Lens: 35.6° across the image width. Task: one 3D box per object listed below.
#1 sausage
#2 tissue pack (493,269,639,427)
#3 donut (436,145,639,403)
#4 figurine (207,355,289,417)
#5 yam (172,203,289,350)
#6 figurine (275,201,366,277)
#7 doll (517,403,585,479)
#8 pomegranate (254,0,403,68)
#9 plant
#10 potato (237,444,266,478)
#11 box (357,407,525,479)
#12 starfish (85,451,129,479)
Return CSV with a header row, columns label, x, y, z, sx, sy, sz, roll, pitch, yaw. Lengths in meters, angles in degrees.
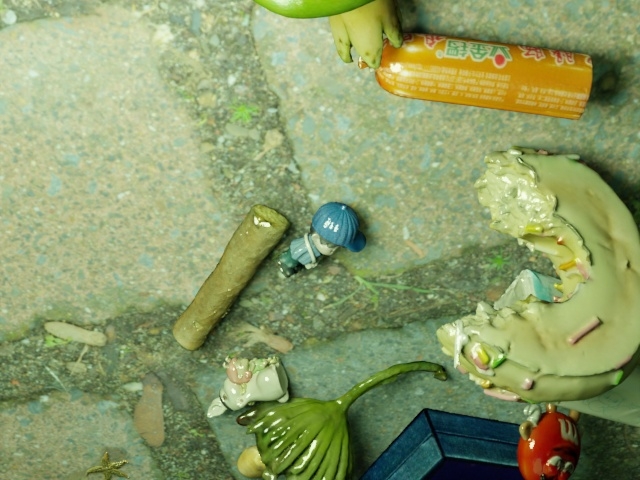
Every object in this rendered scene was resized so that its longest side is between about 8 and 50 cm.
label,x,y,z,sx,sy,sz,roll,pitch,yaw
sausage,0.204,-0.225,1.340,0.312,0.093,0.093,6,127,-8
tissue pack,0.428,0.174,1.599,0.271,0.201,0.124,17,134,-17
donut,0.329,0.062,1.425,0.307,0.371,0.150,21,155,-11
figurine,-0.133,0.242,1.712,0.146,0.081,0.098,-13,84,12
yam,-0.147,0.064,1.564,0.066,0.066,0.299,23,123,-20
figurine,0.000,0.000,1.522,0.149,0.086,0.087,-30,84,32
doll,0.403,0.341,1.738,0.183,0.217,0.085,39,157,-29
pomegranate,0.023,-0.349,1.153,0.310,0.216,0.358,-17,128,6
plant,0.017,0.288,1.742,0.251,0.180,0.333,33,91,-35
potato,-0.115,0.408,1.835,0.068,0.062,0.083,-8,173,-27
box,0.225,0.448,1.824,0.261,0.116,0.279,13,129,-33
starfish,-0.400,0.425,1.863,0.092,0.016,0.086,-12,126,9
